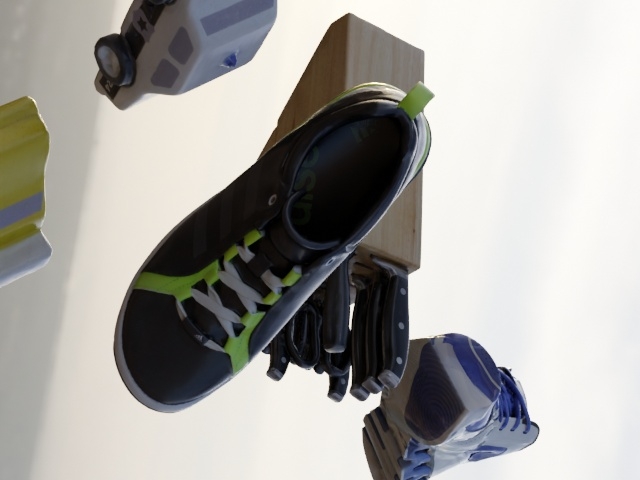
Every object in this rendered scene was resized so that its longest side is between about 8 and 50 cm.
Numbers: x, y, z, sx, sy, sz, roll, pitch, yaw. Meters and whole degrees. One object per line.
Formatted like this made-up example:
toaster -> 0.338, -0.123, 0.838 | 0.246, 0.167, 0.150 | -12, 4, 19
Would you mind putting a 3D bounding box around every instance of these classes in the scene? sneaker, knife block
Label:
sneaker -> -0.030, -0.003, 0.981 | 0.235, 0.084, 0.097 | -49, -178, 2
knife block -> 0.031, -0.018, 1.446 | 0.276, 0.088, 0.242 | -61, -146, 9
sneaker -> 0.166, 0.180, 2.049 | 0.315, 0.182, 0.127 | 115, -45, -61

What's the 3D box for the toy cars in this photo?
toy cars -> -0.152, -0.073, 1.201 | 0.393, 0.087, 0.176 | -39, 168, 14
